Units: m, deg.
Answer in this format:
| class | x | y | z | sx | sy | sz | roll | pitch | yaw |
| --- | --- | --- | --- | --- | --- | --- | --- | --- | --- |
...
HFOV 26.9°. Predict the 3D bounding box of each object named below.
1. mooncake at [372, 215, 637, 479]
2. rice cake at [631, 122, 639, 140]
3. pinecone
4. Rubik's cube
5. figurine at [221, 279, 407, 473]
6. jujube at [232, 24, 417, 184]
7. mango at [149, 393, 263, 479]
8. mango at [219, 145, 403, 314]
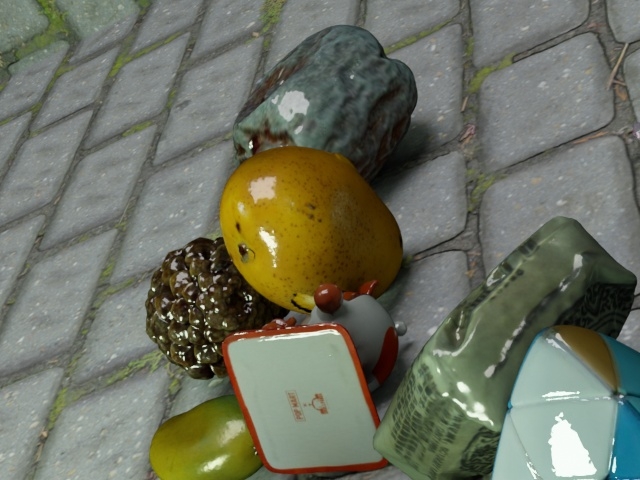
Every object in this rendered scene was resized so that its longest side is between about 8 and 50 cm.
| class | x | y | z | sx | sy | sz | roll | pitch | yaw |
| --- | --- | --- | --- | --- | --- | --- | --- | --- | --- |
| mooncake | 0.183 | 0.122 | 1.315 | 0.250 | 0.136 | 0.254 | -44 | -13 | -26 |
| rice cake | 0.519 | -0.169 | 1.602 | 0.290 | 0.051 | 0.081 | -15 | 32 | 30 |
| pinecone | -0.143 | 0.093 | 1.742 | 0.204 | 0.179 | 0.184 | -26 | 29 | 50 |
| Rubik's cube | 0.263 | 0.150 | 1.161 | 0.254 | 0.254 | 0.254 | -25 | 28 | 14 |
| figurine | 0.021 | 0.126 | 1.534 | 0.160 | 0.183 | 0.226 | -7 | 23 | 26 |
| jujube | 0.006 | -0.166 | 1.967 | 0.308 | 0.215 | 0.246 | -49 | 20 | -20 |
| mango | -0.130 | 0.245 | 1.579 | 0.191 | 0.085 | 0.122 | -25 | 36 | 36 |
| mango | 0.000 | 0.000 | 1.669 | 0.160 | 0.290 | 0.191 | -18 | 65 | 39 |
